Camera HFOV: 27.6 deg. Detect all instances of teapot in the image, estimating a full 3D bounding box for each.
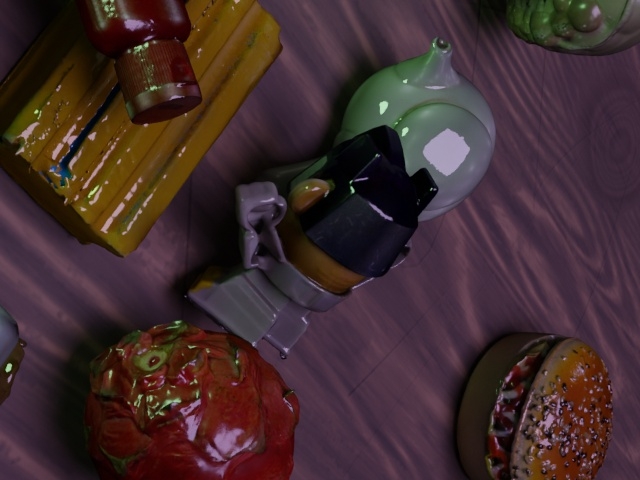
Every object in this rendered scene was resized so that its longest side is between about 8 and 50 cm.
[{"bbox_3d":[0.081,-0.091,1.623,0.318,0.149,0.220,-39,114,-6],"label":"teapot"}]

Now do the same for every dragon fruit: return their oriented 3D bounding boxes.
[{"bbox_3d":[-0.139,0.201,1.391,0.241,0.241,0.252,-49,168,-28],"label":"dragon fruit"}]

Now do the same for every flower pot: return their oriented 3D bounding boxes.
[{"bbox_3d":[0.323,-0.409,1.713,0.244,0.307,0.307,20,86,-33],"label":"flower pot"}]

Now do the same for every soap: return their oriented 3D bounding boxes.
[{"bbox_3d":[-0.190,-0.163,1.328,0.324,0.096,0.204,-57,135,-21],"label":"soap"}]

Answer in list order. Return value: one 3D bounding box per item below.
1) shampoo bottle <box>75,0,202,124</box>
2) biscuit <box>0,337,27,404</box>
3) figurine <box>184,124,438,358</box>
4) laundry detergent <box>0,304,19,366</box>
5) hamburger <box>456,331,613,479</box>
[{"bbox_3d":[-0.190,-0.265,1.200,0.118,0.076,0.314,-6,76,-61],"label":"shampoo bottle"},{"bbox_3d":[-0.400,0.243,1.198,0.268,0.115,0.366,-9,106,-47],"label":"biscuit"},{"bbox_3d":[0.003,0.002,1.478,0.308,0.143,0.308,-34,165,-10],"label":"figurine"},{"bbox_3d":[-0.456,0.138,1.025,0.398,0.264,0.125,-47,161,-13],"label":"laundry detergent"},{"bbox_3d":[0.345,0.285,2.009,0.300,0.176,0.300,-16,112,-47],"label":"hamburger"}]
